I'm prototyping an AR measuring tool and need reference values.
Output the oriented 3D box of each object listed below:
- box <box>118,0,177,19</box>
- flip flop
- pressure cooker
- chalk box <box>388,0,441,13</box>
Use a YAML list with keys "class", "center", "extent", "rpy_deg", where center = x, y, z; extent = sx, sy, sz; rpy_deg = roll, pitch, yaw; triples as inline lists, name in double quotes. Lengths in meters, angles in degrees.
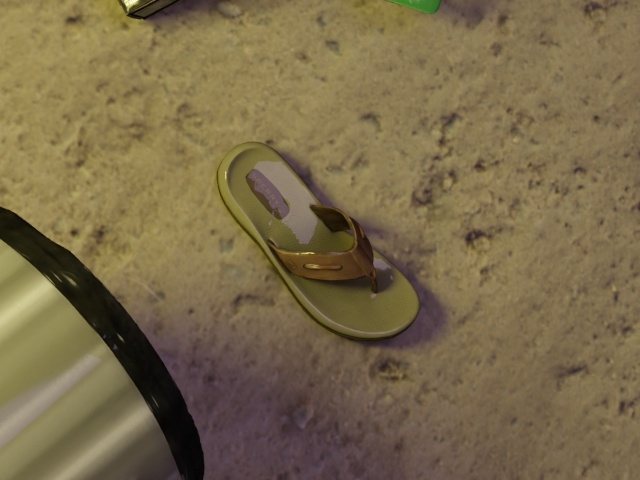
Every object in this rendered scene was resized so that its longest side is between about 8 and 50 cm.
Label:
- class: "box"
  center: [-0.123, -0.413, 1.999]
  extent: [0.307, 0.076, 0.242]
  rpy_deg: [-27, 88, 11]
- class: "flip flop"
  center: [0.000, 0.000, 2.041]
  extent: [0.112, 0.080, 0.277]
  rpy_deg: [-44, 96, -24]
- class: "pressure cooker"
  center: [-0.358, 0.219, 1.613]
  extent: [0.420, 0.375, 0.370]
  rpy_deg: [-39, 107, -26]
- class: "chalk box"
  center: [0.123, -0.406, 2.127]
  extent: [0.180, 0.179, 0.289]
  rpy_deg: [16, 73, -17]
